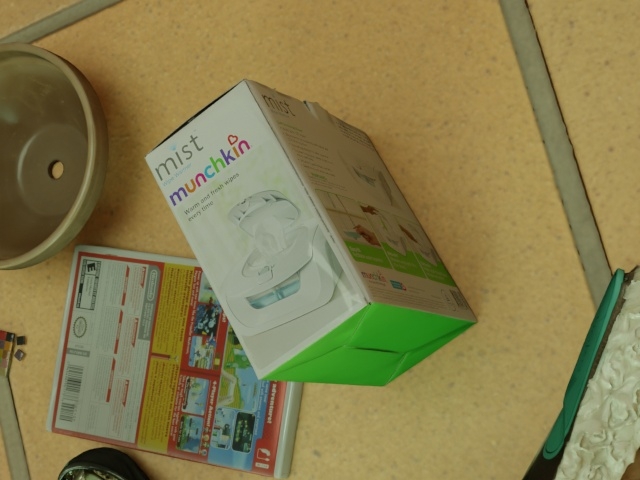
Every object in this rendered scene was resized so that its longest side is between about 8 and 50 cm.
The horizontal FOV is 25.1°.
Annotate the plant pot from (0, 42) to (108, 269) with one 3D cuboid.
[{"bbox_3d":[-0.309,-0.084,1.537,0.237,0.109,0.237,-3,83,26],"label":"plant pot"}]

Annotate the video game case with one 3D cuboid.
[{"bbox_3d":[-0.147,0.119,1.480,0.285,0.025,0.204,7,86,26],"label":"video game case"}]

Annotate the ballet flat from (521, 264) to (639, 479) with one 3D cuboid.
[{"bbox_3d":[0.233,0.219,1.229,0.147,0.147,0.409,27,93,26],"label":"ballet flat"}]

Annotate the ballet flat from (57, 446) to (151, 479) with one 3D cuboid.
[{"bbox_3d":[-0.162,0.310,1.422,0.280,0.096,0.095,35,98,25],"label":"ballet flat"}]

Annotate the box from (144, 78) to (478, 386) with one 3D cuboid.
[{"bbox_3d":[0.000,0.000,1.294,0.126,0.262,0.231,-36,71,17],"label":"box"}]

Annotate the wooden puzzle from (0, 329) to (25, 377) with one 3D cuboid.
[{"bbox_3d":[-0.360,0.123,1.591,0.083,0.006,0.049,10,88,26],"label":"wooden puzzle"}]
